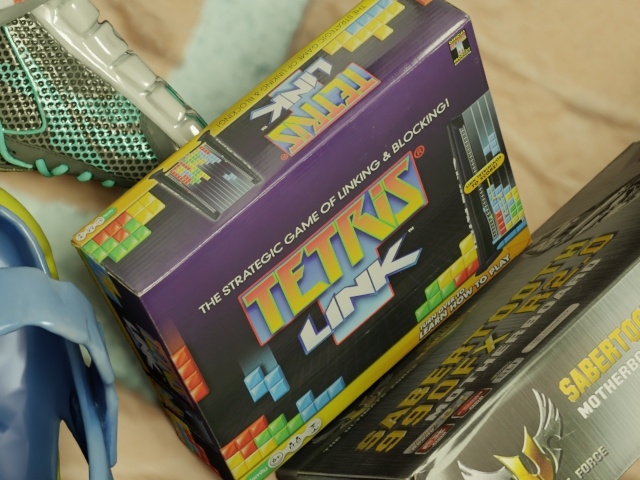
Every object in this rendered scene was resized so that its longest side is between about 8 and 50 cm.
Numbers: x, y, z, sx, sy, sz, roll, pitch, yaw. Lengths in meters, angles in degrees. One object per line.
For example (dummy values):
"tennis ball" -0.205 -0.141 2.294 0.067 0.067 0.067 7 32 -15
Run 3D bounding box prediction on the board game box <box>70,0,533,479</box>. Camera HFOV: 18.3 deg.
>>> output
"board game box" 0.000 0.000 0.791 0.170 0.048 0.141 -41 142 -15

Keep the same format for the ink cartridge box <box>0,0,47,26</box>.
"ink cartridge box" -0.209 -0.206 0.711 0.385 0.091 0.308 -26 92 -4

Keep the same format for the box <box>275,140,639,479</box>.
"box" 0.102 0.037 0.792 0.231 0.183 0.056 -41 97 -15

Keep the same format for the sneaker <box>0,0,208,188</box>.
"sneaker" -0.098 -0.048 0.805 0.076 0.065 0.166 -44 97 1

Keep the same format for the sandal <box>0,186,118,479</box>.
"sandal" -0.117 0.128 0.742 0.126 0.138 0.317 -17 94 -20
